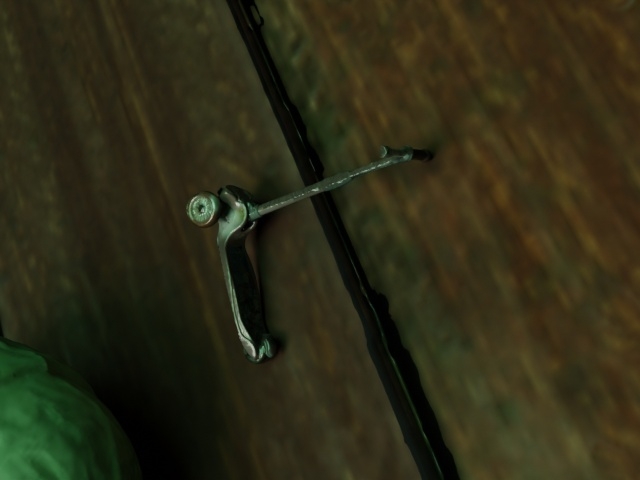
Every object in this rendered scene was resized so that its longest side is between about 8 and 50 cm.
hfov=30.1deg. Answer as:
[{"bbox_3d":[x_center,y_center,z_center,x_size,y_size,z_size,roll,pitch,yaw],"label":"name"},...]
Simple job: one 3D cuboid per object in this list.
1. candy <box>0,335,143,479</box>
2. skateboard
[{"bbox_3d":[0.005,0.137,0.319,0.440,0.119,0.119,21,88,30],"label":"candy"},{"bbox_3d":[0.000,0.000,0.398,0.083,0.032,0.063,-23,74,30],"label":"skateboard"}]
